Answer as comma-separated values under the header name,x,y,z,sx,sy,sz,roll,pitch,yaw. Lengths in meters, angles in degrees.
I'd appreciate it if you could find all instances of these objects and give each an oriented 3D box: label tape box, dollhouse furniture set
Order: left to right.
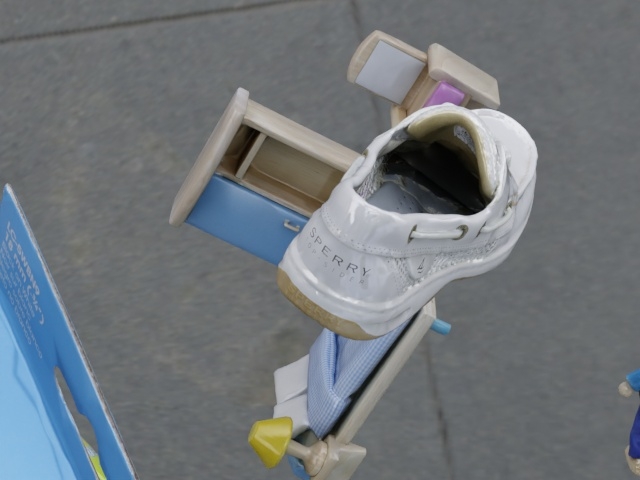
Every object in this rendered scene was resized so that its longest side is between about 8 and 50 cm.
name,x,y,z,sx,sy,sz,roll,pitch,yaw
label tape box,-0.176,0.163,0.778,0.105,0.334,0.241,-18,67,-24
dollhouse furniture set,0.000,0.000,1.287,0.198,0.286,0.303,25,30,-14

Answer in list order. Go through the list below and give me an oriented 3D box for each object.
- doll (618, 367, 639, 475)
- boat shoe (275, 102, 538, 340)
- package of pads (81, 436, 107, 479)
name,x,y,z,sx,sy,sz,roll,pitch,yaw
doll,0.342,0.144,1.473,0.129,0.189,0.046,-8,44,-12
boat shoe,0.076,-0.035,0.925,0.098,0.096,0.277,33,32,11
package of pads,-0.314,0.284,1.379,0.296,0.101,0.229,-43,84,-13
